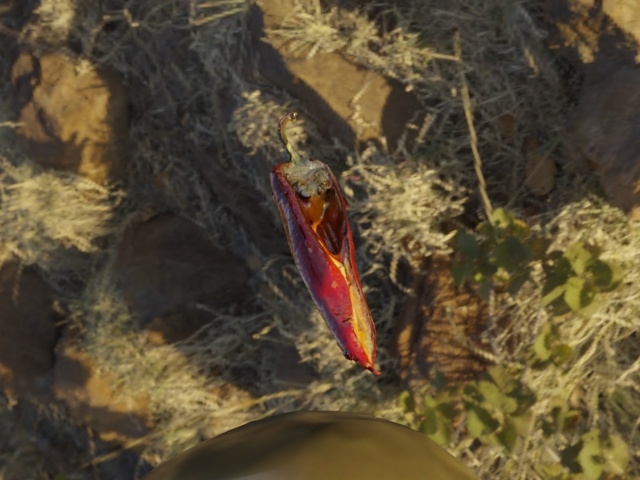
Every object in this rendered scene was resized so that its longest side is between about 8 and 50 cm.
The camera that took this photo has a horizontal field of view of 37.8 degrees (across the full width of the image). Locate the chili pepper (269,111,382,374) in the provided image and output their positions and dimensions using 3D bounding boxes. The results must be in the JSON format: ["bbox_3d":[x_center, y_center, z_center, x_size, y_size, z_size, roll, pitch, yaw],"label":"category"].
[{"bbox_3d":[0.000,0.000,0.794,0.050,0.059,0.268,-53,49,48],"label":"chili pepper"}]

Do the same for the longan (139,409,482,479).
[{"bbox_3d":[-0.009,0.326,0.752,0.404,0.336,0.404,0,114,0],"label":"longan"}]
